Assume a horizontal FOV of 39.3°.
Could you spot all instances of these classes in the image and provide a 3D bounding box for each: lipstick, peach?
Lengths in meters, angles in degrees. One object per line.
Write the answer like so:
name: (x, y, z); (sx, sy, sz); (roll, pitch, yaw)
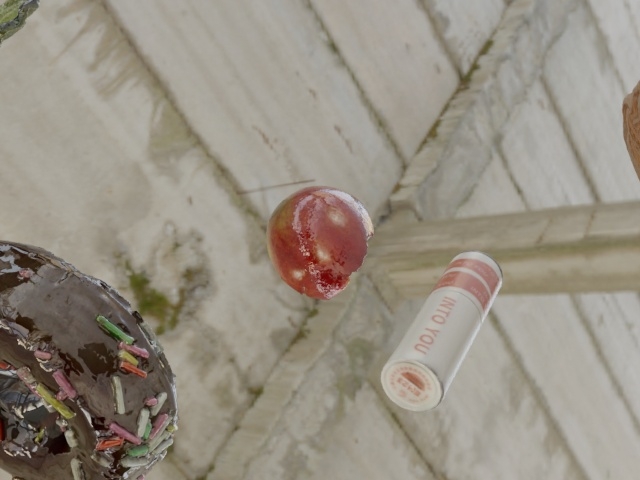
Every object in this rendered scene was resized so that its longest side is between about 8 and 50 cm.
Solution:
lipstick: (0.078, 0.052, 0.552); (0.131, 0.038, 0.038); (-48, -59, -53)
peach: (-0.005, -0.002, 1.146); (0.118, 0.151, 0.151); (58, -149, -83)

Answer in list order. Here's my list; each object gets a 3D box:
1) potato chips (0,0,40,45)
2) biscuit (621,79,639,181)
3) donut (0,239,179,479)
potato chips: (-0.321, -0.185, 0.814); (0.028, 0.207, 0.092); (51, -126, -35)
biscuit: (0.175, -0.031, 0.430); (0.130, 0.019, 0.102); (48, -163, -74)
donut: (-0.247, 0.123, 0.787); (0.103, 0.269, 0.270); (-48, -59, -47)
